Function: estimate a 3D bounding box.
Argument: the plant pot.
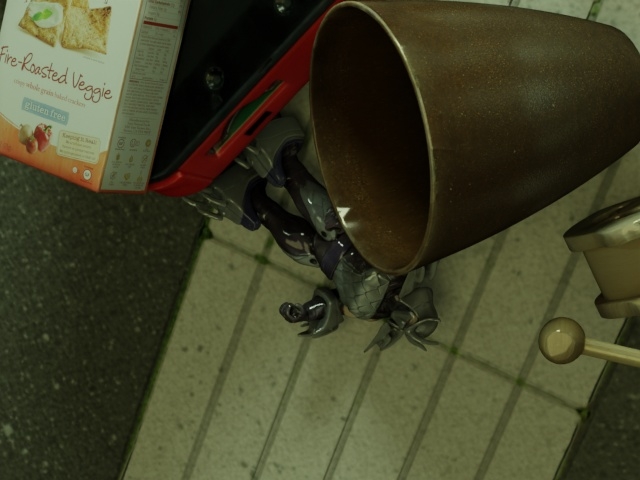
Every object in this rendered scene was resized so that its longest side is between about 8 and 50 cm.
[{"bbox_3d":[0.139,-0.100,1.256,0.230,0.215,0.215,-12,102,-22],"label":"plant pot"}]

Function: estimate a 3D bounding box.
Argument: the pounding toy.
[{"bbox_3d":[0.301,0.031,1.288,0.269,0.154,0.155,-25,93,5],"label":"pounding toy"}]

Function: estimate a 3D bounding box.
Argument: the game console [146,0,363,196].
[{"bbox_3d":[-0.109,-0.266,1.363,0.386,0.060,0.342,-44,66,26],"label":"game console"}]

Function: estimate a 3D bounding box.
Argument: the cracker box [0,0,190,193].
[{"bbox_3d":[-0.200,-0.171,1.350,0.156,0.067,0.232,20,101,34],"label":"cracker box"}]

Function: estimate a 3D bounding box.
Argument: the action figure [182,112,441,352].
[{"bbox_3d":[0.000,0.000,1.402,0.285,0.099,0.185,43,131,15],"label":"action figure"}]
